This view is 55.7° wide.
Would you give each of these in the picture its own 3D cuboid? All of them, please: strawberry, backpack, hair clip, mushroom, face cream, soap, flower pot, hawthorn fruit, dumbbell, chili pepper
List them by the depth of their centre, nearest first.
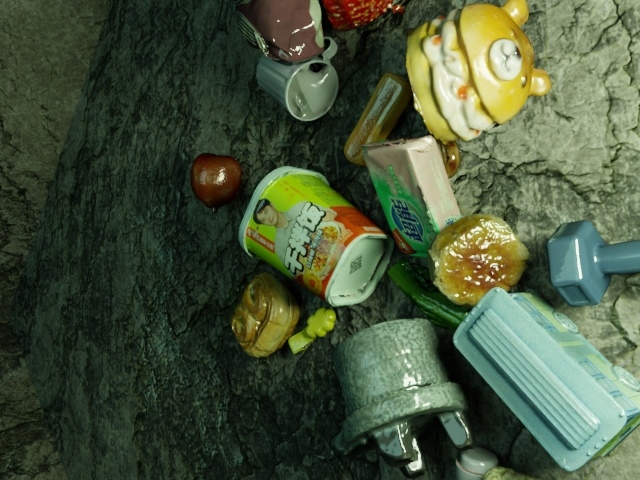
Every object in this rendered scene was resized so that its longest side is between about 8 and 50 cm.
[{"bbox_3d":[0.553,0.025,1.017,0.316,0.156,0.143,-11,107,44],"label":"dumbbell"},{"bbox_3d":[0.322,0.481,1.239,0.091,0.091,0.095,10,101,46],"label":"face cream"},{"bbox_3d":[0.158,0.347,1.286,0.299,0.299,0.282,-41,54,35],"label":"flower pot"},{"bbox_3d":[0.205,-0.099,1.330,0.218,0.098,0.273,11,128,59],"label":"soap"},{"bbox_3d":[0.251,0.126,1.343,0.253,0.099,0.083,40,123,40],"label":"chili pepper"},{"bbox_3d":[0.260,-0.188,1.377,0.127,0.087,0.127,-1,89,43],"label":"mushroom"},{"bbox_3d":[0.128,-0.695,1.481,0.292,0.292,0.343,27,129,44],"label":"strawberry"},{"bbox_3d":[-0.131,-0.608,1.558,0.317,0.197,0.283,38,140,53],"label":"backpack"},{"bbox_3d":[-0.022,0.242,1.645,0.173,0.046,0.072,-44,61,31],"label":"hair clip"},{"bbox_3d":[-0.335,-0.183,1.932,0.169,0.169,0.188,-4,82,45],"label":"hawthorn fruit"}]

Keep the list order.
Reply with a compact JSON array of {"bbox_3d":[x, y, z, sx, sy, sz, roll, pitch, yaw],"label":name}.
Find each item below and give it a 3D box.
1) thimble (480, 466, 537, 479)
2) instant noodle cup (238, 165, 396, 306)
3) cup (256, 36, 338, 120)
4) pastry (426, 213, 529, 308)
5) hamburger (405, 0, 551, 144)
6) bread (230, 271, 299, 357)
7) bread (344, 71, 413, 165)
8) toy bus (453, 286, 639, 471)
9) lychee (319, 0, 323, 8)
[{"bbox_3d":[0.367,0.526,1.138,0.137,0.191,0.143,-106,41,-77],"label":"thimble"},{"bbox_3d":[0.000,0.000,1.516,0.308,0.294,0.293,37,111,33],"label":"instant noodle cup"},{"bbox_3d":[-0.050,-0.460,1.700,0.202,0.221,0.166,42,155,43],"label":"cup"},{"bbox_3d":[0.314,0.040,1.232,0.192,0.182,0.093,-43,10,4],"label":"pastry"},{"bbox_3d":[0.321,-0.346,1.224,0.237,0.276,0.276,-14,75,31],"label":"hamburger"},{"bbox_3d":[-0.158,0.216,1.733,0.198,0.120,0.236,50,120,38],"label":"bread"},{"bbox_3d":[0.144,-0.299,1.516,0.092,0.074,0.239,42,117,22],"label":"bread"},{"bbox_3d":[0.416,0.236,1.098,0.312,0.190,0.152,51,121,36],"label":"toy bus"},{"bbox_3d":[-0.061,-0.695,1.717,0.171,0.171,0.171,-6,81,45],"label":"lychee"}]
